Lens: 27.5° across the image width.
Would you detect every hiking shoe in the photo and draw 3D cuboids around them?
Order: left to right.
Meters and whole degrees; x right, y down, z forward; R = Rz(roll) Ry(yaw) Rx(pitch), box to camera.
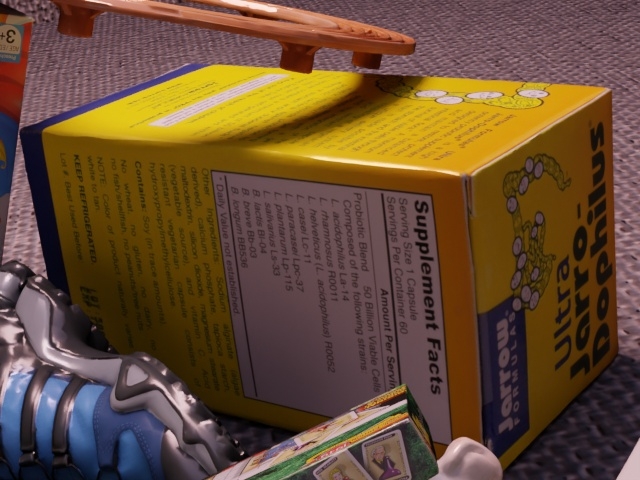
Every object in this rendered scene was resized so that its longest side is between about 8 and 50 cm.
[{"bbox_3d":[-0.140,0.128,0.776,0.132,0.113,0.304,-48,42,-15],"label":"hiking shoe"}]

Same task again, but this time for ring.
[{"bbox_3d":[-0.099,-0.158,0.925,0.336,0.032,0.336,10,11,-2],"label":"ring"}]

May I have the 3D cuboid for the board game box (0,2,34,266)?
[{"bbox_3d":[-0.313,-0.044,0.954,0.142,0.275,0.144,3,14,-30],"label":"board game box"}]

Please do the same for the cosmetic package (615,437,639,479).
[{"bbox_3d":[0.121,0.199,0.330,0.155,0.197,0.365,5,23,30],"label":"cosmetic package"}]

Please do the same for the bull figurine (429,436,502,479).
[{"bbox_3d":[-0.018,0.176,0.533,0.310,0.101,0.188,-26,-3,-26],"label":"bull figurine"}]

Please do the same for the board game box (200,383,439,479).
[{"bbox_3d":[-0.073,0.133,0.560,0.259,0.030,0.136,-26,1,2],"label":"board game box"}]

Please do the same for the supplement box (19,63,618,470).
[{"bbox_3d":[0.000,0.000,0.894,0.356,0.194,0.195,9,25,35],"label":"supplement box"}]
